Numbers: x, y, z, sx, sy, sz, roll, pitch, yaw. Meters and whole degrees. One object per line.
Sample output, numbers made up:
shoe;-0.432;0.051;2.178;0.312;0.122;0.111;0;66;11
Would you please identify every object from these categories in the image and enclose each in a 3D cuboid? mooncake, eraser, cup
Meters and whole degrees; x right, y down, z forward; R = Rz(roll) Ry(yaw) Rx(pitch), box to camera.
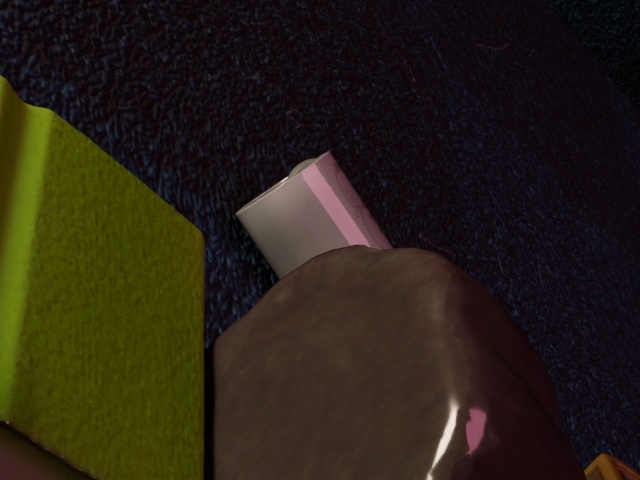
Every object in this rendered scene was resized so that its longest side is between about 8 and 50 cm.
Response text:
mooncake;0.020;0.162;0.762;0.154;0.306;0.306;40;31;-33
eraser;-0.164;0.053;0.765;0.210;0.092;0.274;41;29;-32
cup;0.007;-0.004;1.123;0.133;0.099;0.136;56;26;-4

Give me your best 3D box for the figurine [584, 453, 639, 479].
figurine;0.260;0.313;1.139;0.382;0.186;0.261;43;18;-17
